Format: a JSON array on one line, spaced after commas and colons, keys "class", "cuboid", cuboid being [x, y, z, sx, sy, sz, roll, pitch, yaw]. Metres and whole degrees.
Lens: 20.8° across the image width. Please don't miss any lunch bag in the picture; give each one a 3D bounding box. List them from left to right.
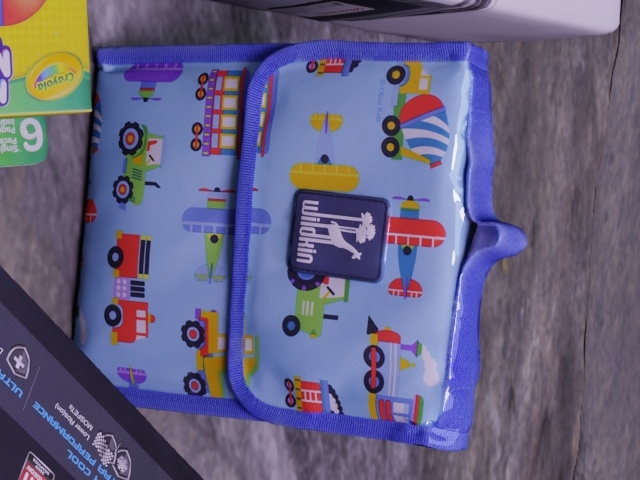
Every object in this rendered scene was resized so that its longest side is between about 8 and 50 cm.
[{"class": "lunch bag", "cuboid": [0.000, 0.000, 1.027, 0.138, 0.293, 0.221, 7, 87, -47]}]

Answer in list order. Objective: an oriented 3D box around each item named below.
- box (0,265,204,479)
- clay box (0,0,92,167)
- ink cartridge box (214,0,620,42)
[{"class": "box", "cuboid": [-0.171, 0.202, 0.920, 0.295, 0.073, 0.293, 54, 38, -36]}, {"class": "clay box", "cuboid": [-0.195, -0.150, 0.985, 0.127, 0.053, 0.222, -9, 98, -46]}, {"class": "ink cartridge box", "cuboid": [0.031, -0.293, 1.136, 0.395, 0.166, 0.286, 2, 91, -48]}]
